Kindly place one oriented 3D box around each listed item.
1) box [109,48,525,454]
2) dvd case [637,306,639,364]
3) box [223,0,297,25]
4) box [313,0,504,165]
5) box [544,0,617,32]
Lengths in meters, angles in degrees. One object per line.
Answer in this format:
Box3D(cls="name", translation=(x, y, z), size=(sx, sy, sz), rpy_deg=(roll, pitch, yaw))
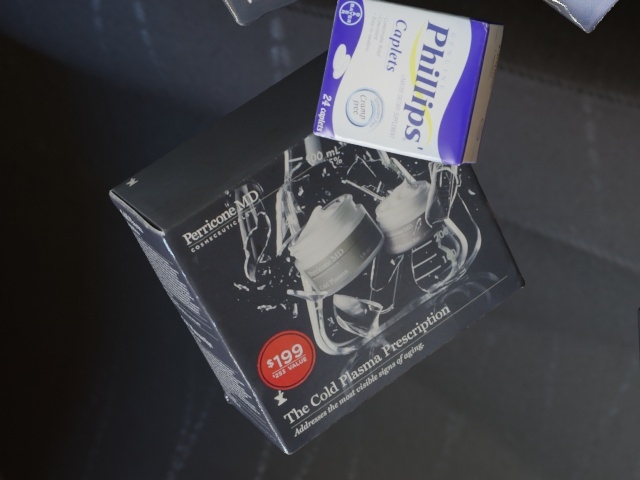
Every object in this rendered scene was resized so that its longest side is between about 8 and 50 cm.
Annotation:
Box3D(cls="box", translation=(0.000, 0.000, 1.756), size=(0.343, 0.179, 0.312), rpy_deg=(-35, 117, -13))
Box3D(cls="dvd case", translation=(0.371, 0.170, 1.385), size=(0.180, 0.022, 0.253), rpy_deg=(-7, 101, -11))
Box3D(cls="box", translation=(0.026, -0.497, 1.243), size=(0.471, 0.297, 0.480), rpy_deg=(-21, 140, 16))
Box3D(cls="box", translation=(0.077, -0.139, 1.365), size=(0.072, 0.137, 0.126), rpy_deg=(-14, 116, -73))
Box3D(cls="box", translation=(0.270, -0.433, 1.695), size=(0.183, 0.296, 0.294), rpy_deg=(-56, -179, -33))
